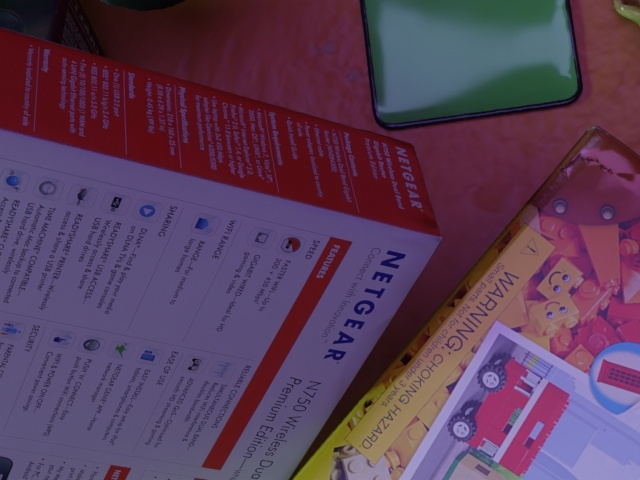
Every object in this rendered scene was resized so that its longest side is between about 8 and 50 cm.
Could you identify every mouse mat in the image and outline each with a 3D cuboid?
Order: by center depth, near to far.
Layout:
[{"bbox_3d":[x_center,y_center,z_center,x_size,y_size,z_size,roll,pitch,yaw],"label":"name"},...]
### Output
[{"bbox_3d":[0.104,-0.180,0.914,0.153,0.007,0.189,-7,79,6],"label":"mouse mat"}]

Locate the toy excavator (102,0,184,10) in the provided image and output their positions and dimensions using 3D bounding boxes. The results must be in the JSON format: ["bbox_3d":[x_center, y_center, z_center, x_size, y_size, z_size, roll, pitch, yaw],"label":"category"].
[{"bbox_3d":[-0.129,-0.393,0.819,0.433,0.222,0.445,-5,64,-13],"label":"toy excavator"}]

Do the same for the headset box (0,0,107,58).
[{"bbox_3d":[-0.255,-0.059,0.824,0.218,0.110,0.293,-16,35,6],"label":"headset box"}]

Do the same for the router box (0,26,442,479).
[{"bbox_3d":[-0.144,0.059,0.690,0.301,0.335,0.082,14,38,-22],"label":"router box"}]

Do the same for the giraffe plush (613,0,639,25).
[{"bbox_3d":[0.285,-0.188,0.831,0.170,0.181,0.210,-35,112,11],"label":"giraffe plush"}]

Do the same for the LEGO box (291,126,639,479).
[{"bbox_3d":[0.143,0.251,0.740,0.372,0.193,0.500,39,87,12],"label":"LEGO box"}]
